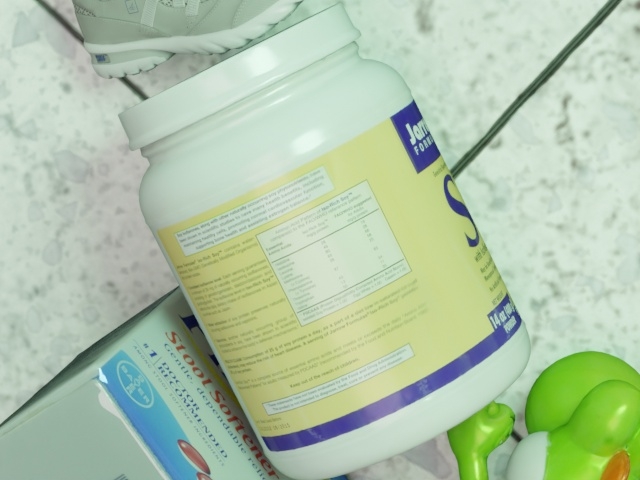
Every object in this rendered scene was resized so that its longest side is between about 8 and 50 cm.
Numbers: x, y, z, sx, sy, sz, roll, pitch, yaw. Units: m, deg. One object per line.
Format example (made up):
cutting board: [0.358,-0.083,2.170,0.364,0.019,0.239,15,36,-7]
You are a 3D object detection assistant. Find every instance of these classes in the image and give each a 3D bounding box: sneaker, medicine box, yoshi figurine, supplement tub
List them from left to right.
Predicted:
medicine box: [-0.119,0.203,1.559,0.149,0.289,0.263,-35,94,19]
sneaker: [-0.103,-0.214,1.512,0.281,0.105,0.115,-15,114,34]
supplement tub: [0.000,0.000,1.516,0.241,0.241,0.331,-25,97,15]
yoshi figurine: [0.181,0.232,1.597,0.362,0.203,0.203,-53,48,30]
